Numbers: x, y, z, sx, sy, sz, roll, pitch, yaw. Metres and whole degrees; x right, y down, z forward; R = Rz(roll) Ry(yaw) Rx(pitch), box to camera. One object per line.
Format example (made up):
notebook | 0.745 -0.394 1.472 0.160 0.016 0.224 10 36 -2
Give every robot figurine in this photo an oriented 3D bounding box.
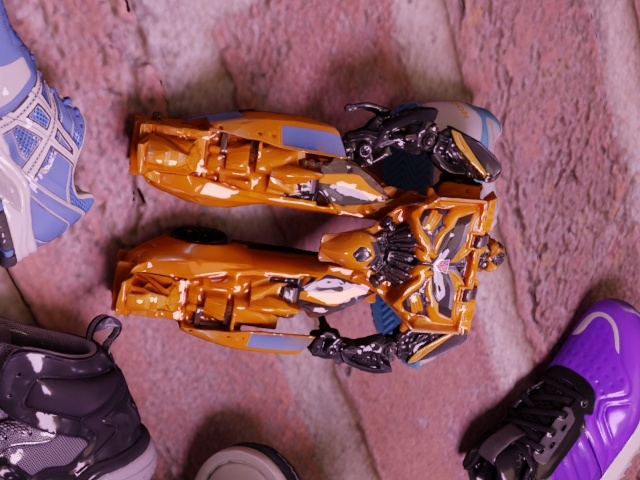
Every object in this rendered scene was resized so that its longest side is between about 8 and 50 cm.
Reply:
robot figurine | 0.000 0.000 0.903 0.290 0.085 0.211 6 105 -11

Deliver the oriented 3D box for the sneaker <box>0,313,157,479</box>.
sneaker | -0.241 0.139 0.835 0.268 0.101 0.153 -21 117 -33

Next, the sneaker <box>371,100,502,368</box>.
sneaker | 0.100 -0.002 1.021 0.092 0.087 0.229 -7 113 -34

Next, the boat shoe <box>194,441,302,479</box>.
boat shoe | -0.023 0.301 1.038 0.113 0.127 0.340 -40 122 -52

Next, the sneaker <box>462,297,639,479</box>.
sneaker | 0.213 0.189 1.158 0.146 0.102 0.293 15 98 -36

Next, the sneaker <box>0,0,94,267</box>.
sneaker | -0.203 -0.089 0.794 0.081 0.080 0.211 -27 130 -31
